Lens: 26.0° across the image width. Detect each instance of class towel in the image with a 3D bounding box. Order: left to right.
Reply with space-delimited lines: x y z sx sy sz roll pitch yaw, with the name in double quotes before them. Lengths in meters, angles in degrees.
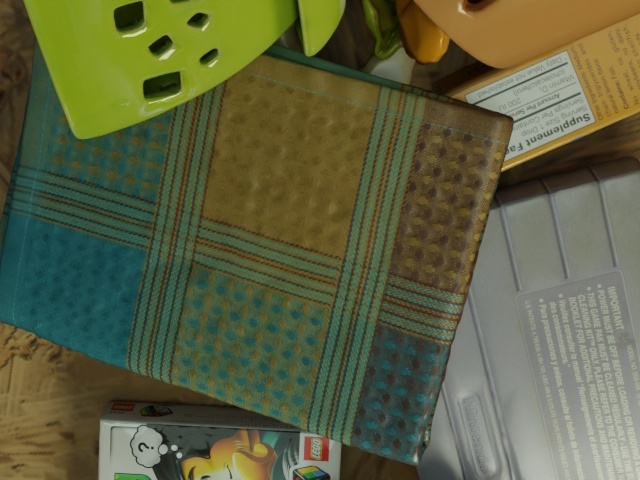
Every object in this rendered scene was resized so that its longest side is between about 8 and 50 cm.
"towel" -0.065 -0.014 1.031 0.370 0.040 0.271 17 101 16

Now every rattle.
"rattle" -0.017 -0.159 1.010 0.200 0.142 0.130 16 119 -8

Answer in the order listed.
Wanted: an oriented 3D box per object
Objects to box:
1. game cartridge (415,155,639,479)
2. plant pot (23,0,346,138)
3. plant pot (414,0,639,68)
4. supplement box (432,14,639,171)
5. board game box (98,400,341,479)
"game cartridge" 0.178 0.128 1.083 0.230 0.068 0.355 -15 106 0
"plant pot" -0.102 -0.236 0.922 0.207 0.227 0.228 -14 55 -4
"plant pot" 0.145 -0.254 0.930 0.203 0.291 0.291 -35 98 23
"supplement box" 0.205 -0.128 1.038 0.233 0.078 0.080 -21 102 6
"board game box" -0.085 0.287 1.131 0.193 0.053 0.305 3 100 1
